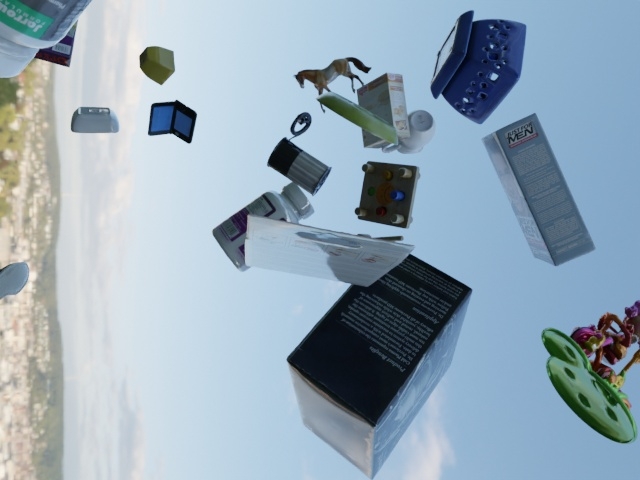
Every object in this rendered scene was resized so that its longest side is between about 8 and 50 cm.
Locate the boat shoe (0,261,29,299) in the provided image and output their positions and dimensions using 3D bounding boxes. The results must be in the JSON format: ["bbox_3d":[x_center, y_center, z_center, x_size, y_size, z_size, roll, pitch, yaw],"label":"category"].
[{"bbox_3d":[-0.733,0.100,1.159,0.206,0.064,0.075,-81,173,-68],"label":"boat shoe"}]

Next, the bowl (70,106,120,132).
[{"bbox_3d":[-0.696,-0.376,1.600,0.142,0.141,0.053,-128,-140,-55],"label":"bowl"}]

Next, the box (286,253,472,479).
[{"bbox_3d":[0.175,0.357,1.522,0.297,0.472,0.480,31,-30,26],"label":"box"}]

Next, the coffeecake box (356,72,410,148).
[{"bbox_3d":[0.186,-0.385,1.552,0.142,0.068,0.186,-11,-95,55],"label":"coffeecake box"}]

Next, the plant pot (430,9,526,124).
[{"bbox_3d":[0.477,-0.545,1.609,0.236,0.211,0.236,121,-12,-63],"label":"plant pot"}]

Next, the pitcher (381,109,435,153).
[{"bbox_3d":[0.316,-0.379,1.873,0.207,0.177,0.126,109,-38,-76],"label":"pitcher"}]

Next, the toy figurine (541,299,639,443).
[{"bbox_3d":[0.386,0.138,0.659,0.173,0.159,0.130,58,-11,-11],"label":"toy figurine"}]

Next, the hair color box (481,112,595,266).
[{"bbox_3d":[0.568,-0.132,1.373,0.185,0.113,0.375,-40,105,-82],"label":"hair color box"}]

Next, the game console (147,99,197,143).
[{"bbox_3d":[-0.416,-0.326,1.456,0.071,0.107,0.122,-56,177,-42],"label":"game console"}]

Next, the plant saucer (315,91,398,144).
[{"bbox_3d":[0.101,-0.316,1.312,0.037,0.240,0.241,-60,-143,17],"label":"plant saucer"}]

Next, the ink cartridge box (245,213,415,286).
[{"bbox_3d":[0.000,0.000,1.084,0.385,0.307,0.091,117,-17,-72],"label":"ink cartridge box"}]

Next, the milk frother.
[{"bbox_3d":[-0.030,-0.206,1.224,0.129,0.134,0.143,-54,176,-47],"label":"milk frother"}]

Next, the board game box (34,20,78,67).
[{"bbox_3d":[-0.725,-0.527,1.145,0.056,0.346,0.209,-30,-126,56],"label":"board game box"}]

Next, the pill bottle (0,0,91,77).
[{"bbox_3d":[-0.457,-0.442,0.815,0.361,0.204,0.204,-37,-127,22],"label":"pill bottle"}]

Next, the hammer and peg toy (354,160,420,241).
[{"bbox_3d":[0.272,-0.136,2.128,0.265,0.127,0.362,13,-84,40],"label":"hammer and peg toy"}]

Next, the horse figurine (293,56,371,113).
[{"bbox_3d":[0.053,-0.594,1.903,0.175,0.263,0.066,60,8,-3],"label":"horse figurine"}]

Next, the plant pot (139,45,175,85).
[{"bbox_3d":[-0.494,-0.531,1.551,0.081,0.083,0.082,-28,-117,36],"label":"plant pot"}]

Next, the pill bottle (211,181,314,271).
[{"bbox_3d":[-0.173,-0.051,1.622,0.169,0.301,0.169,53,-7,9],"label":"pill bottle"}]
